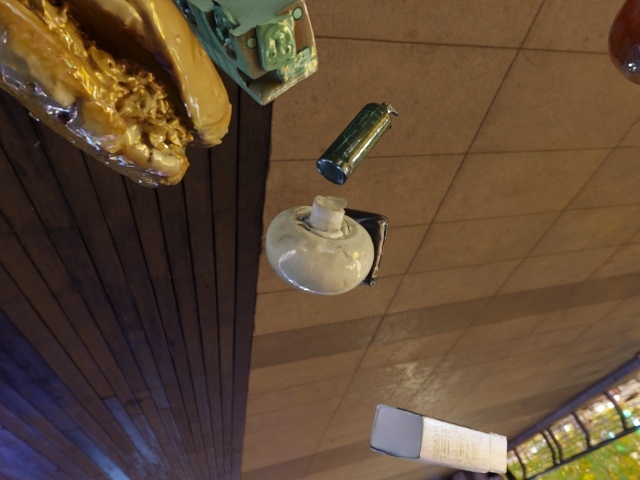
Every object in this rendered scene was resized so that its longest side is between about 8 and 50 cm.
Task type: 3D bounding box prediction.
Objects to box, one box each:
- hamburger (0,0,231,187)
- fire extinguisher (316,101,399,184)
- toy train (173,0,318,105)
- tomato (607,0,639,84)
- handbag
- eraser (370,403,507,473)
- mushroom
[{"bbox_3d":[-0.241,-0.182,0.399,0.318,0.318,0.158,40,76,-48],"label":"hamburger"},{"bbox_3d":[0.117,-0.286,1.143,0.311,0.095,0.114,-54,124,-21],"label":"fire extinguisher"},{"bbox_3d":[-0.132,-0.354,0.667,0.129,0.326,0.159,-35,145,-11],"label":"toy train"},{"bbox_3d":[0.572,-0.346,0.676,0.155,0.181,0.214,-36,152,-9],"label":"tomato"},{"bbox_3d":[0.072,0.012,1.261,0.080,0.246,0.223,10,92,-61],"label":"handbag"},{"bbox_3d":[0.244,0.405,0.832,0.287,0.086,0.130,27,155,-30],"label":"eraser"},{"bbox_3d":[0.000,0.000,0.916,0.245,0.246,0.203,-1,120,-22],"label":"mushroom"}]
